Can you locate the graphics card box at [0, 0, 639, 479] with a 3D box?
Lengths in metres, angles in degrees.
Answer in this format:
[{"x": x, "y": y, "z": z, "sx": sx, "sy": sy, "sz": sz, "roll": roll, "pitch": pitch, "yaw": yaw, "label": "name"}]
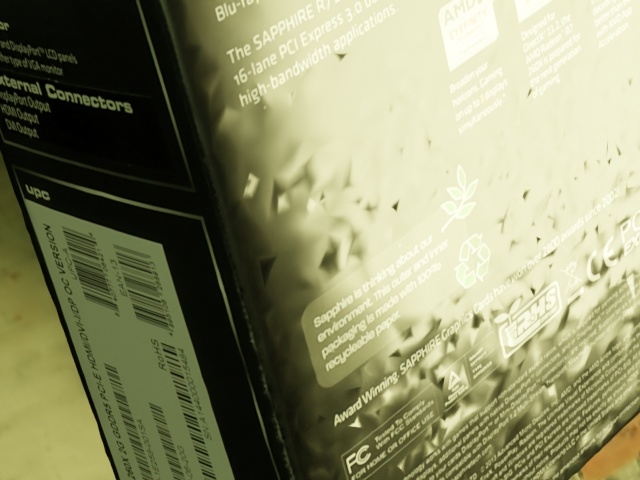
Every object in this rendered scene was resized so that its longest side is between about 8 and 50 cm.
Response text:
[{"x": 0.014, "y": -0.102, "z": 0.480, "sx": 0.233, "sy": 0.094, "sz": 0.371, "roll": -38, "pitch": 125, "yaw": -34, "label": "graphics card box"}]
